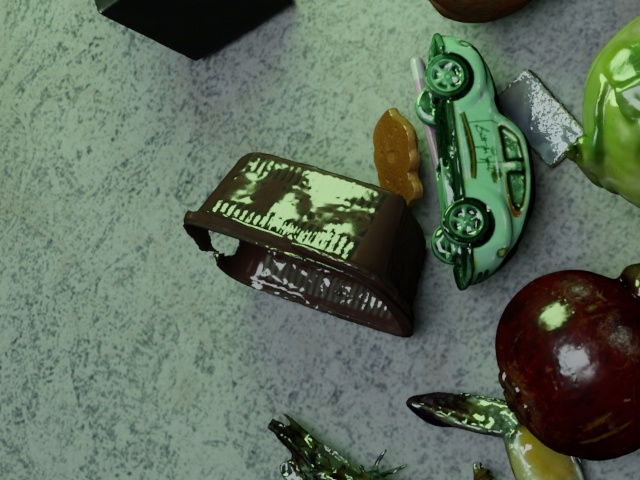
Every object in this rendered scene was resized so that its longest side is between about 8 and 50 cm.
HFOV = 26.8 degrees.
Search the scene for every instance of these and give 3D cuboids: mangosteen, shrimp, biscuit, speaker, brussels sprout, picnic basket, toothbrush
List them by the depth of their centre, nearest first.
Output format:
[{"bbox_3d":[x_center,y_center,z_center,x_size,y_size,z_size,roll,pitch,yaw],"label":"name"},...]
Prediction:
[{"bbox_3d":[0.407,-0.127,1.436,0.259,0.227,0.294,17,86,13],"label":"brussels sprout"},{"bbox_3d":[0.321,0.121,1.475,0.258,0.215,0.215,-25,72,-5],"label":"mangosteen"},{"bbox_3d":[0.126,0.289,1.617,0.445,0.085,0.272,24,88,29],"label":"shrimp"},{"bbox_3d":[0.000,0.000,1.656,0.297,0.222,0.129,18,71,27],"label":"picnic basket"},{"bbox_3d":[0.097,-0.099,1.674,0.102,0.019,0.130,-20,79,64],"label":"biscuit"},{"bbox_3d":[0.147,-0.094,1.675,0.025,0.020,0.286,-19,77,31],"label":"toothbrush"},{"bbox_3d":[-0.191,-0.406,1.760,0.184,0.232,0.254,-28,69,22],"label":"speaker"}]

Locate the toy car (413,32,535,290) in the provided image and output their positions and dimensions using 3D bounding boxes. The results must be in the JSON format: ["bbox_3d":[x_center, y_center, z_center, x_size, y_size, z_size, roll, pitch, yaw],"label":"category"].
[{"bbox_3d":[0.186,-0.096,1.594,0.125,0.136,0.305,-4,78,-2],"label":"toy car"}]

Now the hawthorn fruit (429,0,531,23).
[{"bbox_3d":[0.214,-0.385,1.575,0.262,0.210,0.210,-36,70,8],"label":"hawthorn fruit"}]

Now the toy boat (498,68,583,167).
[{"bbox_3d":[0.266,-0.147,1.621,0.063,0.016,0.115,-44,67,17],"label":"toy boat"}]
